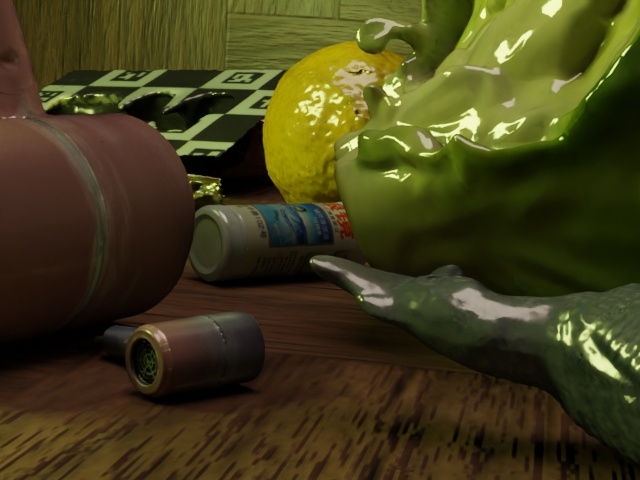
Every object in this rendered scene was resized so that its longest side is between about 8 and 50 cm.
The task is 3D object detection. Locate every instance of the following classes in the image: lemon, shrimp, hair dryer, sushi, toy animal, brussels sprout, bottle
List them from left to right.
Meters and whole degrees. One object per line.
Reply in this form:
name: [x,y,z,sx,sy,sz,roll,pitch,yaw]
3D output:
hair dryer: [-0.212,-0.113,0.739,0.125,0.352,0.210,-20,-5,33]
shrimp: [-0.199,-0.043,1.289,0.217,0.051,0.115,4,14,-5]
sushi: [-0.220,-0.119,1.676,0.373,0.099,0.296,3,27,23]
hair dryer: [-0.088,0.056,0.695,0.063,0.037,0.114,-5,4,-42]
bottle: [0.000,0.000,1.044,0.217,0.060,0.060,-1,9,-39]
lemon: [0.035,-0.103,1.332,0.188,0.188,0.256,4,4,0]
brussels sprout: [0.199,-0.067,0.804,0.371,0.314,0.276,-30,24,23]
toy animal: [0.181,0.070,0.553,0.206,0.081,0.367,3,14,-40]

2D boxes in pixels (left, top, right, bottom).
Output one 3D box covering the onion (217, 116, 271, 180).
onion: [-0.062,-0.142,1.827,0.284,0.120,0.227,3,13,-4]
